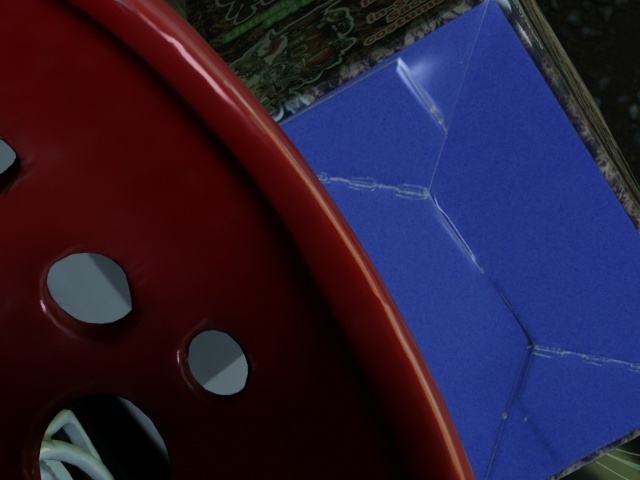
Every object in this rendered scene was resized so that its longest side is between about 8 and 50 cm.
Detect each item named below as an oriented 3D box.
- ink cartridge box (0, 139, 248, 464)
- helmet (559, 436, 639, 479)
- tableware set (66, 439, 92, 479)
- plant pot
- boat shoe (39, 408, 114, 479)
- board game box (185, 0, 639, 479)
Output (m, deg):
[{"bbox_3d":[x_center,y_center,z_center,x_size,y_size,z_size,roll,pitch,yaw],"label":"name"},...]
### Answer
[{"bbox_3d":[-0.057,0.048,0.877,0.308,0.091,0.385,53,-8,-14],"label":"ink cartridge box"},{"bbox_3d":[0.137,0.160,1.121,0.161,0.169,0.169,36,14,-12],"label":"helmet"},{"bbox_3d":[-0.025,0.138,0.712,0.141,0.020,0.168,51,-10,-35],"label":"tableware set"},{"bbox_3d":[-0.082,0.061,0.333,0.191,0.174,0.191,45,25,-29],"label":"plant pot"},{"bbox_3d":[-0.129,0.016,0.518,0.118,0.103,0.320,38,21,-57],"label":"boat shoe"},{"bbox_3d":[0.054,-0.054,0.940,0.232,0.141,0.291,54,12,-28],"label":"board game box"}]
